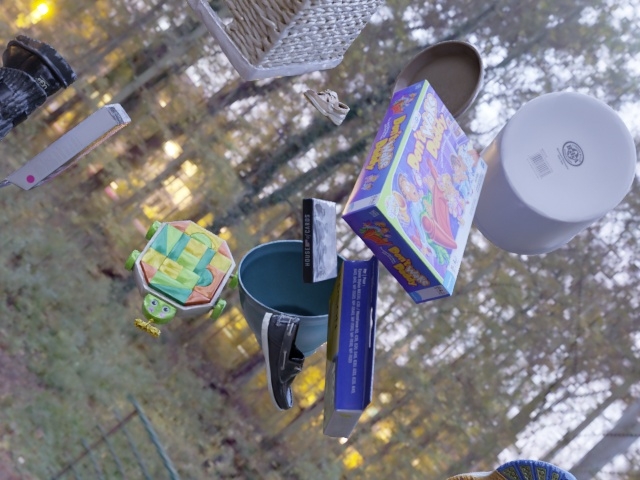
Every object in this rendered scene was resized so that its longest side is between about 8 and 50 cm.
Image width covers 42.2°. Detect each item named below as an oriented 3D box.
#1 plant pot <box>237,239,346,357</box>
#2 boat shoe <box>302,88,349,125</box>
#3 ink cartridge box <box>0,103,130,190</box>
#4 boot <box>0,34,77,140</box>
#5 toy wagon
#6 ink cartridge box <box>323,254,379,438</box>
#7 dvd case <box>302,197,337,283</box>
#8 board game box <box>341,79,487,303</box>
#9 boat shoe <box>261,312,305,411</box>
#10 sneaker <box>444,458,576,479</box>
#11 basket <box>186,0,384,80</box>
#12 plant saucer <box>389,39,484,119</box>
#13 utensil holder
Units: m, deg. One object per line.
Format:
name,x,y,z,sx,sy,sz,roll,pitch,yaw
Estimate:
plant pot,-0.066,0.162,2.022,0.293,0.293,0.196,44,-44,37
boat shoe,0.016,-0.335,2.003,0.063,0.059,0.170,48,11,26
ink cartridge box,-0.658,-0.218,2.104,0.069,0.371,0.176,56,4,-11
boot,-0.702,-0.324,1.827,0.131,0.260,0.348,52,-15,-27
toy wagon,-0.353,0.096,2.077,0.267,0.344,0.068,30,-46,-4
ink cartridge box,0.054,0.203,1.618,0.307,0.072,0.304,99,-4,-64
dvd case,0.000,0.000,1.833,0.238,0.029,0.179,0,90,-78
board game box,0.184,-0.093,1.516,0.078,0.347,0.233,-18,-54,39
boat shoe,-0.070,0.253,1.682,0.084,0.079,0.233,-78,167,-61
sneaker,0.393,0.510,1.706,0.131,0.296,0.112,20,62,-54
basket,-0.081,-0.555,1.765,0.328,0.331,0.266,55,-48,11
plant saucer,0.308,-0.401,2.182,0.041,0.278,0.278,37,3,-44
utensil holder,0.545,-0.154,1.999,0.327,0.327,0.385,49,-7,7
